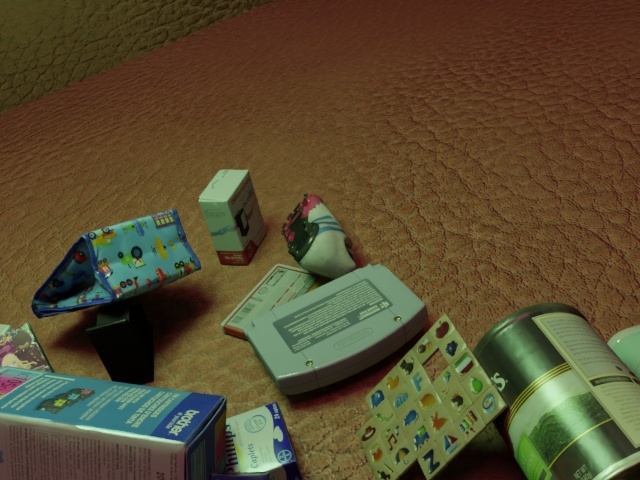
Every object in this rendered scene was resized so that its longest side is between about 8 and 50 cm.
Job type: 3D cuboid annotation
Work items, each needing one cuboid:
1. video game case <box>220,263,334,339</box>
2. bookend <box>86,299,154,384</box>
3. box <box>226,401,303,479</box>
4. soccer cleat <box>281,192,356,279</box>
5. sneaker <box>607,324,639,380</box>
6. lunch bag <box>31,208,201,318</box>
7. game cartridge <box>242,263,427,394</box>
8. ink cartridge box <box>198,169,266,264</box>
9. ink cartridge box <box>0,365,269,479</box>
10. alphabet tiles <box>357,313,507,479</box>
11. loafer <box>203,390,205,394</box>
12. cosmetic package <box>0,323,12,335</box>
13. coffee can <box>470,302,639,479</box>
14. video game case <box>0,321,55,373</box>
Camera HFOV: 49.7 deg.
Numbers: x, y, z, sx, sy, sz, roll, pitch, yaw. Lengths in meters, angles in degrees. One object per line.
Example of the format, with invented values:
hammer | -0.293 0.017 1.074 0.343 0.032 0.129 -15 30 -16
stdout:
video game case | -0.023 0.140 1.341 0.285 0.025 0.204 12 42 31
bookend | -0.372 0.167 1.300 0.072 0.157 0.156 -15 36 -4
box | -0.109 0.335 1.061 0.137 0.072 0.126 -19 35 -7
soccer cleat | 0.000 0.000 1.474 0.116 0.143 0.331 -53 14 14
sneaker | 0.590 0.168 1.048 0.256 0.094 0.151 -24 30 1
lunch bag | -0.424 0.069 1.375 0.293 0.138 0.221 -26 -2 39
game cartridge | 0.030 0.156 1.237 0.297 0.062 0.198 -24 41 -15
ink cartridge box | -0.191 -0.052 1.527 0.072 0.175 0.127 2 38 20
ink cartridge box | -0.270 0.332 0.896 0.396 0.270 0.151 6 13 13
alphabet tiles | 0.148 0.252 1.021 0.237 0.009 0.198 -51 33 17
loafer | -0.297 0.324 1.054 0.366 0.133 0.130 -14 16 15
cosmetic package | -0.699 0.225 1.360 0.231 0.117 0.085 0 36 19
coffee can | 0.347 0.245 0.928 0.202 0.201 0.275 -17 36 -6
video game case | -0.576 0.287 1.210 0.232 0.042 0.210 -29 73 -21
